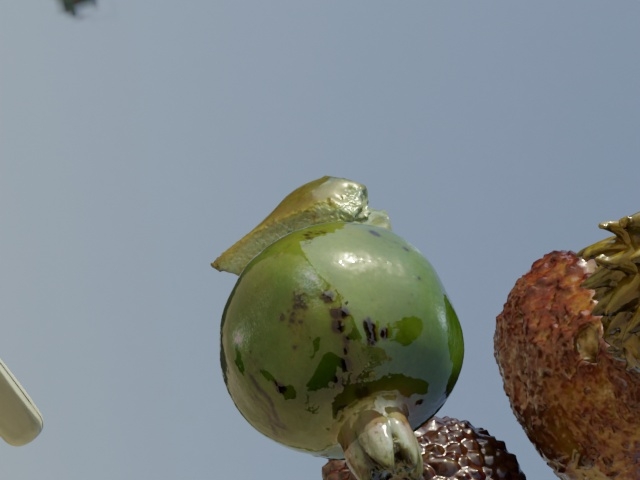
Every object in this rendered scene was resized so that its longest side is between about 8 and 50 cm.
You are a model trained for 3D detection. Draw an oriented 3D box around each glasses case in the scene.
[{"bbox_3d":[-0.229,0.109,1.307,0.083,0.032,0.021,54,10,-7],"label":"glasses case"}]

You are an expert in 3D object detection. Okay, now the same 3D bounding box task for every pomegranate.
[{"bbox_3d":[0.023,0.088,1.299,0.180,0.180,0.209,97,-25,-42],"label":"pomegranate"}]

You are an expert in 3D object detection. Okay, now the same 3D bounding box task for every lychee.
[{"bbox_3d":[0.079,0.227,1.523,0.188,0.188,0.188,42,-38,45],"label":"lychee"}]

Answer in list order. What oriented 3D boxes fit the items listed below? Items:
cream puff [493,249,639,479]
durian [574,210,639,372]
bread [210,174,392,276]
[{"bbox_3d":[0.239,0.124,1.538,0.240,0.164,0.240,57,-12,19],"label":"cream puff"},{"bbox_3d":[0.295,0.068,1.088,0.341,0.112,0.191,24,-21,25],"label":"durian"},{"bbox_3d":[-0.005,-0.003,1.579,0.103,0.156,0.110,-66,172,-77],"label":"bread"}]
